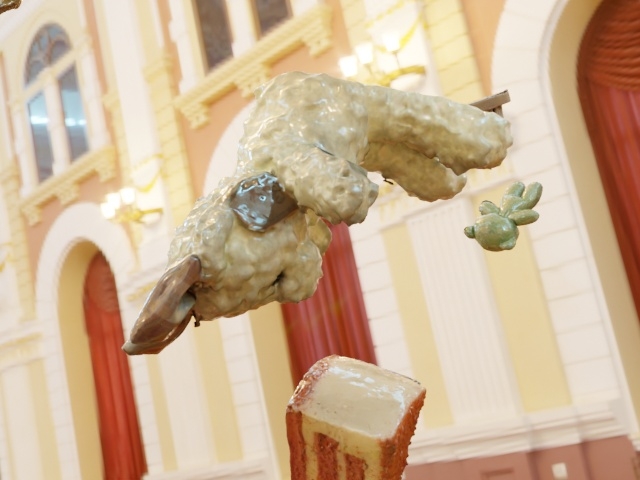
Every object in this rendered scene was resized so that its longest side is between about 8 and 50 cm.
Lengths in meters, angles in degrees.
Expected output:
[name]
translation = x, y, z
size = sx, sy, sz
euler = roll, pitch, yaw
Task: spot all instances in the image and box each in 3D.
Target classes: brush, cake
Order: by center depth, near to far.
[cake]
translation = 0.030, 0.305, 1.194
size = 0.158, 0.262, 0.159
euler = 14, 6, 21
[brush]
translation = 0.151, -0.145, 1.278
size = 0.327, 0.065, 0.070
euler = -22, 9, -29

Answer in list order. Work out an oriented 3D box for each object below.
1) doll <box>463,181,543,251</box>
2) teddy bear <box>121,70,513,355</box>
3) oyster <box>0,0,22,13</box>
[doll]
translation = 0.314, -0.038, 1.470
size = 0.115, 0.150, 0.077
euler = 20, -28, 44
[teddy bear]
translation = 0.000, 0.000, 1.045
size = 0.375, 0.362, 0.327
euler = 17, -19, -14
[oyster]
translation = -0.275, -0.180, 0.578
size = 0.177, 0.106, 0.056
euler = -8, -14, -11
